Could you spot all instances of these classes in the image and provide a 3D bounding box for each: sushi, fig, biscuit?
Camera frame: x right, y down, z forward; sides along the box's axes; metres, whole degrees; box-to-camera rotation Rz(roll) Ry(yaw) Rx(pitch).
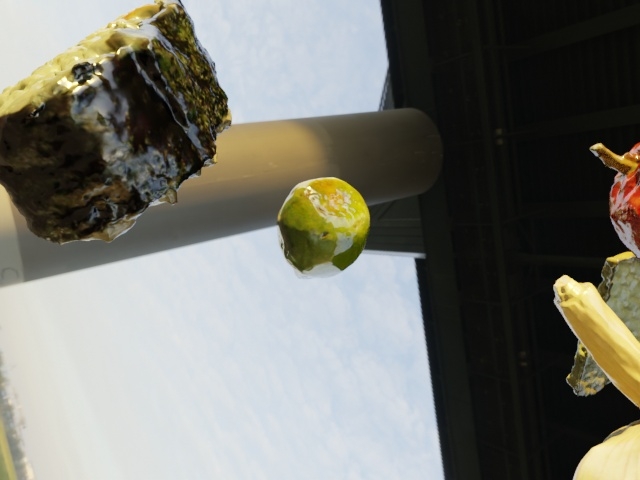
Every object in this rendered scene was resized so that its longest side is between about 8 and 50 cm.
[{"bbox_3d":[-0.222,-0.149,0.594,0.350,0.211,0.170,-86,153,-54],"label":"sushi"},{"bbox_3d":[0.005,0.000,0.937,0.167,0.167,0.233,32,-48,45],"label":"fig"},{"bbox_3d":[0.539,0.148,0.926,0.036,0.187,0.273,38,-58,59],"label":"biscuit"}]

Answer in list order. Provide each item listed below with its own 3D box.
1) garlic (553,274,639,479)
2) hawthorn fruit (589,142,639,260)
[{"bbox_3d":[0.218,0.122,0.324,0.225,0.199,0.199,60,-37,25],"label":"garlic"},{"bbox_3d":[0.422,-0.051,0.566,0.253,0.205,0.205,34,-49,18],"label":"hawthorn fruit"}]
